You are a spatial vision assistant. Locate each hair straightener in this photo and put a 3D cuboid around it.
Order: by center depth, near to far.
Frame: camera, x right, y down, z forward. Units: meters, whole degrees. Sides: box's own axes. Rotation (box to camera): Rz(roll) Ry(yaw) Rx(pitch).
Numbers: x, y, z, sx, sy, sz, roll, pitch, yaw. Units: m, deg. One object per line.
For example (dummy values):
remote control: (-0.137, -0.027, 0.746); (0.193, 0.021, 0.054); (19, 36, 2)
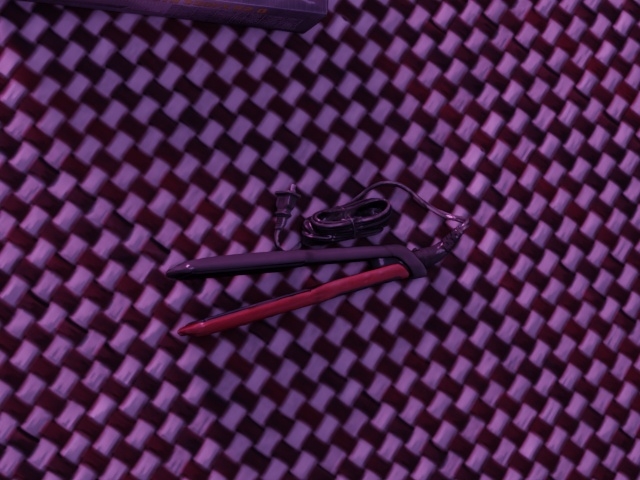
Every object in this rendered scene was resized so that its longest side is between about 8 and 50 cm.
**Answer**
hair straightener: (0.000, 0.000, 1.007); (0.231, 0.047, 0.089); (-14, 87, -21)

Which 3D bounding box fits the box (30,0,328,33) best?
box: (-0.109, -0.250, 1.000); (0.231, 0.056, 0.183); (5, 80, -18)
